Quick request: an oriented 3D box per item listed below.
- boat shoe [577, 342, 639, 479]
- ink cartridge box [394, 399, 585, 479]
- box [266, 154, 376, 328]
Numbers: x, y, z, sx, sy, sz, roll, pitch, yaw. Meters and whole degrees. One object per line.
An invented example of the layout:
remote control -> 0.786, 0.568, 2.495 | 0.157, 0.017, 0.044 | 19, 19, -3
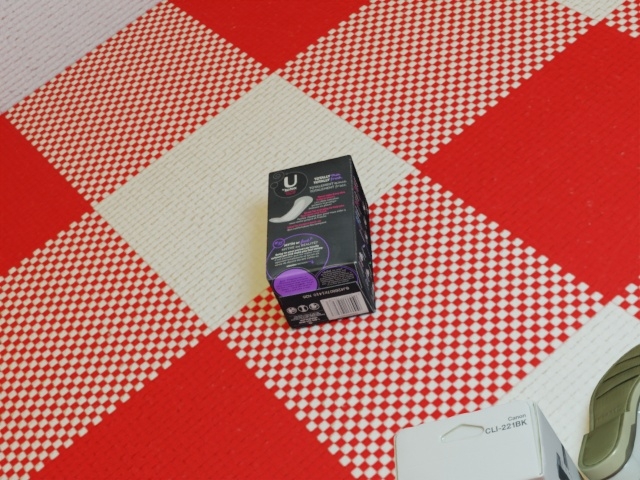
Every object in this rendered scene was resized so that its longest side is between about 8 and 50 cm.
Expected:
boat shoe -> 0.453, 0.261, 1.595 | 0.113, 0.103, 0.302 | -37, 9, 43
ink cartridge box -> 0.238, 0.343, 1.478 | 0.197, 0.273, 0.114 | -18, 45, 20
box -> 0.000, 0.000, 1.994 | 0.165, 0.143, 0.270 | -11, 46, 11
